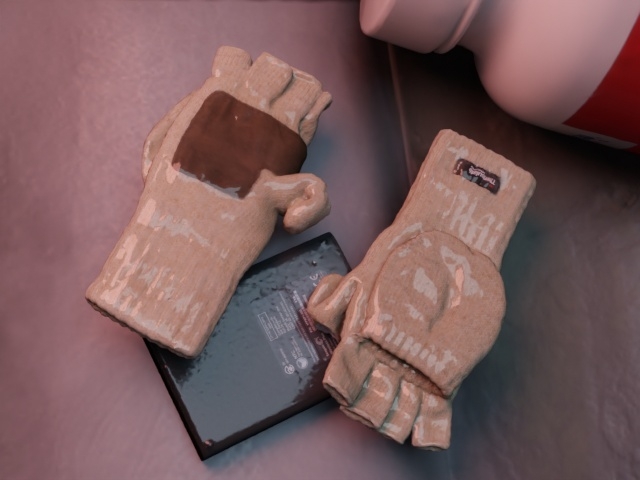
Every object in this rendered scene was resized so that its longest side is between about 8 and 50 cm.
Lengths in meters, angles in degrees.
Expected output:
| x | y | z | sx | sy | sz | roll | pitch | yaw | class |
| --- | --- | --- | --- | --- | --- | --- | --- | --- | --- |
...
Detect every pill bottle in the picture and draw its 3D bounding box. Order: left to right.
| x | y | z | sx | sy | sz | roll | pitch | yaw | class |
| --- | --- | --- | --- | --- | --- | --- | --- | --- | --- |
| 0.244 | -0.163 | 0.700 | 0.408 | 0.229 | 0.229 | 14 | 69 | -8 | pill bottle |

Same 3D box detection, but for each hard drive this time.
| x | y | z | sx | sy | sz | roll | pitch | yaw | class |
| --- | --- | --- | --- | --- | --- | --- | --- | --- | --- |
| -0.032 | 0.062 | 0.671 | 0.135 | 0.022 | 0.094 | -24 | 79 | -19 | hard drive |

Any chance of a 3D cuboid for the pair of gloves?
| x | y | z | sx | sy | sz | roll | pitch | yaw | class |
| --- | --- | --- | --- | --- | --- | --- | --- | --- | --- |
| 0.000 | 0.000 | 0.665 | 0.240 | 0.042 | 0.204 | 22 | 65 | -7 | pair of gloves |
